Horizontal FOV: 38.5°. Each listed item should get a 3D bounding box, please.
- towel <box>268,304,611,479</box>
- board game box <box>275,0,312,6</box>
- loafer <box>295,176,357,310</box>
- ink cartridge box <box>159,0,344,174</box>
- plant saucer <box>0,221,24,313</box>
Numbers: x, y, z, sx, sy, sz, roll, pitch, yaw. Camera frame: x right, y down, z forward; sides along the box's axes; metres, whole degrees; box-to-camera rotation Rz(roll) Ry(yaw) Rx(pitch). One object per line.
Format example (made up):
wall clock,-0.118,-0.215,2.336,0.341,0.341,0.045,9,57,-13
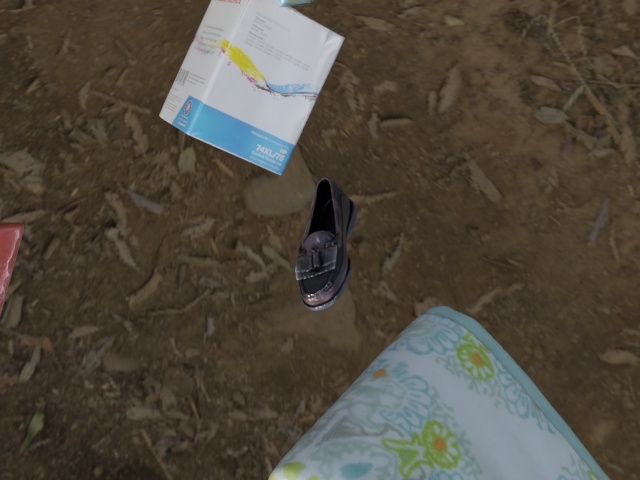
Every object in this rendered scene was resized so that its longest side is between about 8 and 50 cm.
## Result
towel,0.161,0.252,0.766,0.374,0.320,0.090,47,119,5
board game box,0.007,-0.523,1.461,0.275,0.142,0.144,-41,89,25
loafer,0.000,0.000,1.714,0.109,0.303,0.095,-15,126,23
ink cartridge box,-0.127,-0.292,1.639,0.197,0.198,0.270,22,96,-28
plant saucer,-0.690,0.078,1.696,0.259,0.047,0.259,2,73,28
